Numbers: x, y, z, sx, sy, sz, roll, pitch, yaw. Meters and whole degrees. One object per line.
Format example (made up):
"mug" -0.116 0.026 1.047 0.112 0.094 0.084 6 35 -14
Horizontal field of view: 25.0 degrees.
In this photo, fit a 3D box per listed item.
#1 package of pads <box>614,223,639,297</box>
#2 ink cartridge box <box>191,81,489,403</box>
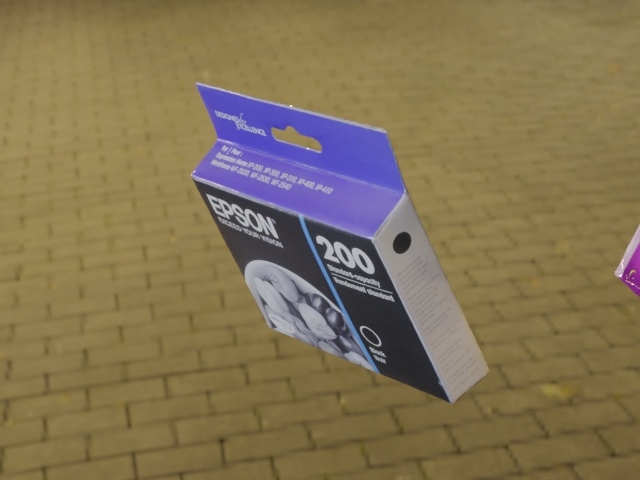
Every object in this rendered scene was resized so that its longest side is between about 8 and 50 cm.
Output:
"package of pads" 0.178 -0.005 0.687 0.032 0.083 0.050 16 17 -30
"ink cartridge box" 0.000 0.000 0.985 0.045 0.208 0.206 -41 35 -24
